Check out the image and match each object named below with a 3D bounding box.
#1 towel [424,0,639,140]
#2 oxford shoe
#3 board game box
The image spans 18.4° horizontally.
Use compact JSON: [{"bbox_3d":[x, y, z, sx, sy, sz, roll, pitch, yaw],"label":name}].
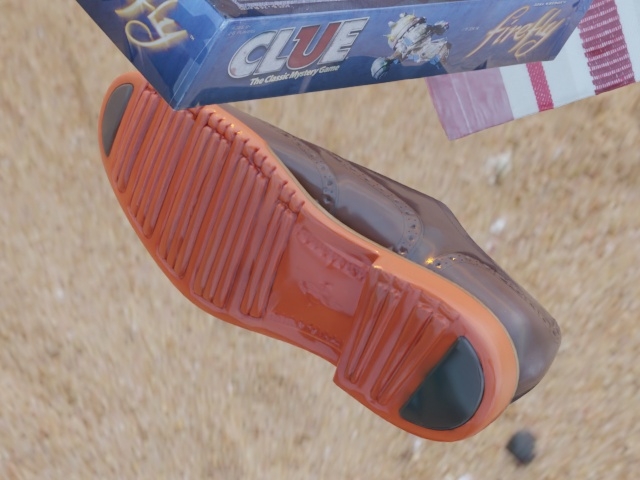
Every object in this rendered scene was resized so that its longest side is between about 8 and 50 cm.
[{"bbox_3d":[0.220,-0.236,1.563,0.329,0.037,0.237,-17,108,4],"label":"towel"},{"bbox_3d":[0.000,0.000,1.003,0.271,0.097,0.098,39,33,20],"label":"oxford shoe"},{"bbox_3d":[-0.016,-0.129,0.774,0.165,0.243,0.042,48,123,21],"label":"board game box"}]
